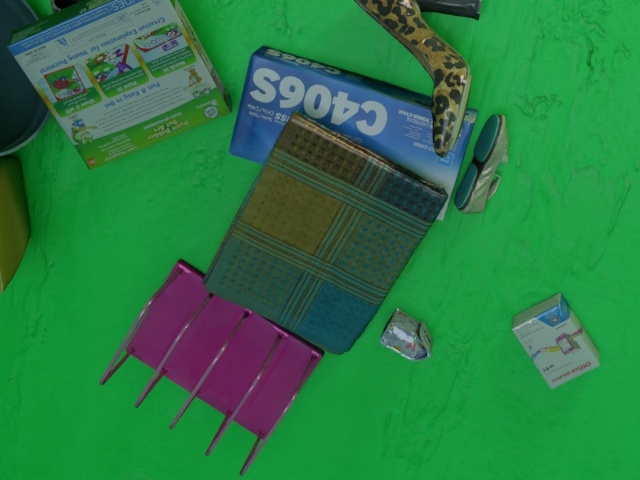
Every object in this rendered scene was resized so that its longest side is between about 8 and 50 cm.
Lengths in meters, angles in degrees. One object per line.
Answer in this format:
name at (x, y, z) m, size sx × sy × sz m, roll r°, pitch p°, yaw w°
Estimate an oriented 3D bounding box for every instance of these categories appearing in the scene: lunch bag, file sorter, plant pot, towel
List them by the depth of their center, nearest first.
plant pot at (-0.584, -0.252, 1.716) m, size 0.196 × 0.293 × 0.293 m, roll -11°, pitch 109°, yaw 44°
towel at (0.000, 0.000, 1.733) m, size 0.271 × 0.040 × 0.370 m, roll 28°, pitch 126°, yaw -3°
lunch bag at (0.144, 0.154, 1.790) m, size 0.083 × 0.071 × 0.053 m, roll 32°, pitch 109°, yaw 2°
plant pot at (-0.586, -0.044, 1.820) m, size 0.212 × 0.187 × 0.212 m, roll 1°, pitch 109°, yaw 13°
file sorter at (-0.182, 0.215, 1.825) m, size 0.291 × 0.182 × 0.202 m, roll 33°, pitch 113°, yaw 0°

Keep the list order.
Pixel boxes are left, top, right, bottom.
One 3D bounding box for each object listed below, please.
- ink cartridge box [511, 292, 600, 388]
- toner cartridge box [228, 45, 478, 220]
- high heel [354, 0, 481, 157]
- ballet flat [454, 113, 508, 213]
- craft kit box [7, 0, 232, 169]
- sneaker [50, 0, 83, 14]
ink cartridge box at (0.370, 0.159, 1.750) m, size 0.088 × 0.052 × 0.122 m, roll -31°, pitch 102°, yaw 21°
toner cartridge box at (0.047, -0.164, 1.693) m, size 0.348 × 0.075 × 0.165 m, roll 17°, pitch 114°, yaw 6°
high heel at (0.124, -0.248, 1.595) m, size 0.186 × 0.093 × 0.261 m, roll 8°, pitch 75°, yaw 5°
ballet flat at (0.253, -0.115, 1.686) m, size 0.052 × 0.057 × 0.168 m, roll 11°, pitch 119°, yaw -21°
craft kit box at (-0.296, -0.252, 1.680) m, size 0.250 × 0.061 × 0.246 m, roll -20°, pitch 126°, yaw 8°
sneaker at (-0.376, -0.326, 1.708) m, size 0.105 × 0.115 × 0.281 m, roll 2°, pitch 110°, yaw 12°
